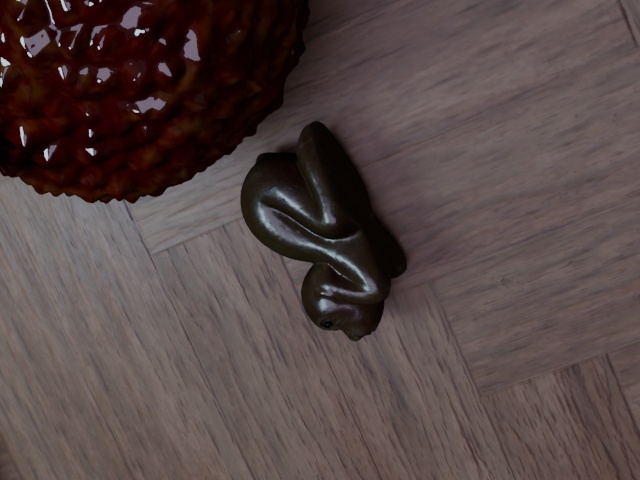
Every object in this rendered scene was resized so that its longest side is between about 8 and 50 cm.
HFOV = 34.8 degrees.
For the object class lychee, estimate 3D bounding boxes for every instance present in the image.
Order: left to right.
[{"bbox_3d":[-0.210,-0.274,1.075,0.425,0.424,0.500,32,111,3],"label":"lychee"}]

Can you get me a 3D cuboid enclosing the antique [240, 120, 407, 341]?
[{"bbox_3d":[0.000,0.000,1.248,0.143,0.121,0.256,-30,95,23],"label":"antique"}]
